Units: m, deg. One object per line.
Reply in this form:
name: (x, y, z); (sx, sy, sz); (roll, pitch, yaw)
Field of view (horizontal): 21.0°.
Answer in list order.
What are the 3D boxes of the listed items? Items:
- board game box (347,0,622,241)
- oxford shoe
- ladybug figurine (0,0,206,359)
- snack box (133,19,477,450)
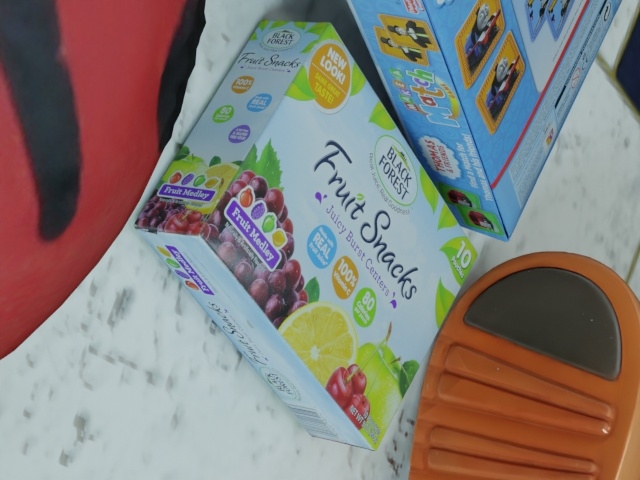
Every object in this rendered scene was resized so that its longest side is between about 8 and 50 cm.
board game box: (0.074, -0.118, 0.679); (0.160, 0.039, 0.211); (-63, 155, -18)
oxford shoe: (0.086, 0.195, 0.736); (0.132, 0.130, 0.364); (40, 66, -54)
ladybug figurine: (-0.138, -0.140, 0.359); (0.305, 0.162, 0.449); (-40, 126, -40)
snack box: (0.000, 0.000, 0.658); (0.141, 0.037, 0.100); (54, 55, -42)
